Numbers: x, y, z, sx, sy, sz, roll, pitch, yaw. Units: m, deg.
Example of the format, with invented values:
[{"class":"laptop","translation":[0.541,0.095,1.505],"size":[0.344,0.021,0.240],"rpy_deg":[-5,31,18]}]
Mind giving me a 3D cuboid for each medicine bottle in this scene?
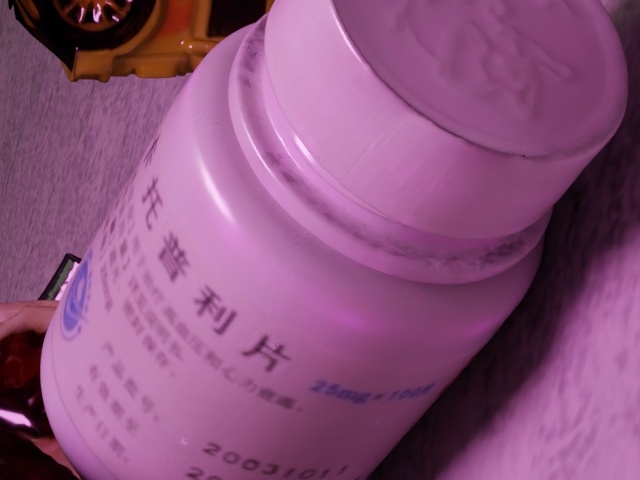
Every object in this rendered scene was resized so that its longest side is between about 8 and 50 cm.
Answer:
[{"class":"medicine bottle","translation":[0.000,0.000,0.792],"size":[0.293,0.170,0.170],"rpy_deg":[-52,28,44]}]

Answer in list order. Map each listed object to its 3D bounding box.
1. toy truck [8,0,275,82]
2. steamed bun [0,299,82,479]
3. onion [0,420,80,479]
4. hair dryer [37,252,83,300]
[{"class":"toy truck","translation":[-0.068,-0.301,1.138],"size":[0.180,0.254,0.405],"rpy_deg":[-119,35,-68]},{"class":"steamed bun","translation":[-0.261,0.202,1.189],"size":[0.189,0.247,0.428],"rpy_deg":[91,-168,-67]},{"class":"onion","translation":[-0.181,0.227,0.813],"size":[0.282,0.260,0.337],"rpy_deg":[-52,-21,-59]},{"class":"hair dryer","translation":[-0.208,0.124,1.470],"size":[0.195,0.075,0.219],"rpy_deg":[-62,30,3]}]
